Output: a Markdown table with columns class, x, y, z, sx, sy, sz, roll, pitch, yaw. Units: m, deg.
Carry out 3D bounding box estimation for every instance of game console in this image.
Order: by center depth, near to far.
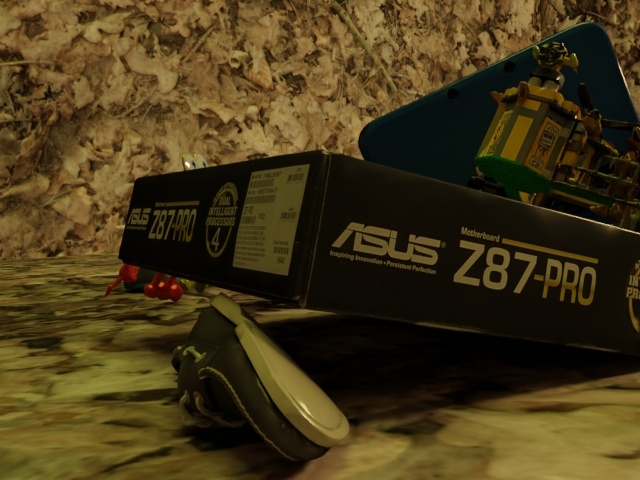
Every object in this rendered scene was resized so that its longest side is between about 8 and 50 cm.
| class | x | y | z | sx | sy | sz | roll | pitch | yaw |
| --- | --- | --- | --- | --- | --- | --- | --- | --- | --- |
| game console | 0.229 | -0.081 | 0.887 | 0.293 | 0.173 | 0.250 | -23 | -18 | 12 |

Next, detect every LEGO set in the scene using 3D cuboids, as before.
| class | x | y | z | sx | sy | sz | roll | pitch | yaw |
| --- | --- | --- | --- | --- | --- | --- | --- | --- | --- |
| LEGO set | 0.303 | -0.078 | 0.592 | 0.331 | 0.192 | 0.255 | 20 | -9 | 36 |

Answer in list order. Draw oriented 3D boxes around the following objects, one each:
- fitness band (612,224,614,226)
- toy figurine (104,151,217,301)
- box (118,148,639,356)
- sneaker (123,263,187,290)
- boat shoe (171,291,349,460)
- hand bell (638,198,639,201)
| class | x | y | z | sx | sy | sz | roll | pitch | yaw |
| --- | --- | --- | --- | --- | --- | --- | --- | --- | --- |
| fitness band | 0.652 | 0.000 | 1.570 | 0.291 | 0.054 | 0.209 | -3 | 5 | -4 |
| toy figurine | -0.079 | 0.039 | 0.946 | 0.217 | 0.191 | 0.362 | 29 | 1 | 11 |
| box | 0.038 | 0.015 | 0.611 | 0.318 | 0.097 | 0.395 | 13 | -5 | -27 |
| sneaker | -0.240 | 0.002 | 1.272 | 0.125 | 0.140 | 0.341 | -4 | 1 | 5 |
| boat shoe | -0.044 | 0.083 | 0.407 | 0.065 | 0.075 | 0.206 | -46 | 17 | -7 |
| hand bell | 0.398 | 0.034 | 0.746 | 0.126 | 0.126 | 0.242 | -2 | 16 | 4 |
